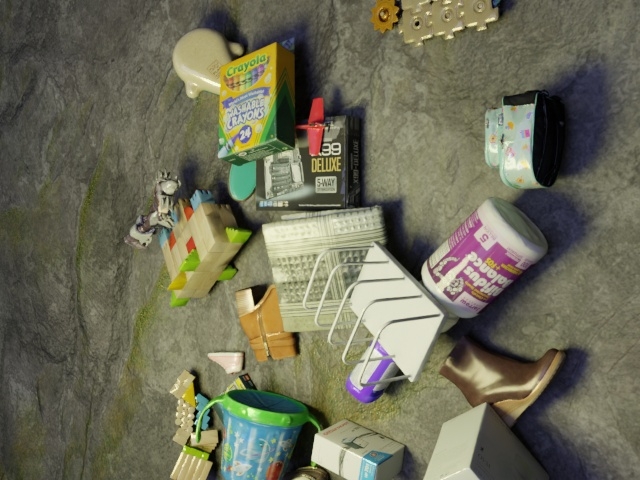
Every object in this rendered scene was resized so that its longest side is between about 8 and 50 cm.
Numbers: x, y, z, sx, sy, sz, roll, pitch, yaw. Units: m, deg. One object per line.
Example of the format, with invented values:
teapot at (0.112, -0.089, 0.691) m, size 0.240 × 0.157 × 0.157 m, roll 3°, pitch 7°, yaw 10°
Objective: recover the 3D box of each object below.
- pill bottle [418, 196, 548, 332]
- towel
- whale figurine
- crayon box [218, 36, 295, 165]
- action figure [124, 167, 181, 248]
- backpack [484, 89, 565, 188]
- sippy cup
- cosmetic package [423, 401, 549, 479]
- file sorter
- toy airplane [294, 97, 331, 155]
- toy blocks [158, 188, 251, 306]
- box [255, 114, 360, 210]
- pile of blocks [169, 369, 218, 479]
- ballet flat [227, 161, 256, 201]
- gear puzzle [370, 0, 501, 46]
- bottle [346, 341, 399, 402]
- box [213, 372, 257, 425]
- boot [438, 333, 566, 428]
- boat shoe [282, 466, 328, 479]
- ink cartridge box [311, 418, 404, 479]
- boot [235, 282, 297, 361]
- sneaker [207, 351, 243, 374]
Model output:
pill bottle at (0.330, 0.063, 1.383) m, size 0.169 × 0.169 × 0.301 m, roll 52°, pitch 120°, yaw 22°
towel at (0.026, 0.076, 1.609) m, size 0.325 × 0.056 × 0.311 m, roll -7°, pitch 103°, yaw 17°
whale figurine at (-0.301, -0.486, 1.843) m, size 0.272 × 0.141 × 0.216 m, roll 44°, pitch 87°, yaw 2°
crayon box at (-0.169, -0.378, 1.669) m, size 0.203 × 0.083 × 0.322 m, roll -12°, pitch 71°, yaw 35°
action figure at (-0.486, -0.095, 1.900) m, size 0.285 × 0.099 × 0.185 m, roll -45°, pitch 33°, yaw 37°
backpack at (0.421, -0.197, 1.299) m, size 0.145 × 0.166 × 0.188 m, roll -6°, pitch 87°, yaw 38°
sippy cup at (-0.168, 0.544, 1.719) m, size 0.306 × 0.240 × 0.223 m, roll 11°, pitch 87°, yaw 33°
cosmetic package at (0.353, 0.509, 1.330) m, size 0.138 × 0.225 × 0.224 m, roll -39°, pitch 93°, yaw 30°
file sorter at (0.106, 0.158, 1.400) m, size 0.277 × 0.173 × 0.192 m, roll 50°, pitch 131°, yaw 44°
toy airplane at (-0.035, -0.293, 1.617) m, size 0.151 × 0.028 × 0.151 m, roll -4°, pitch 83°, yaw 36°
toy blocks at (-0.372, -0.012, 1.908) m, size 0.381 × 0.191 × 0.260 m, roll -49°, pitch 53°, yaw 38°
box at (-0.037, -0.198, 1.690) m, size 0.308 × 0.077 × 0.242 m, roll 3°, pitch 94°, yaw 36°
pile of blocks at (-0.403, 0.594, 2.022) m, size 0.112 × 0.149 × 0.361 m, roll 135°, pitch 133°, yaw -77°
ballet flat at (-0.205, -0.246, 1.805) m, size 0.095 × 0.096 × 0.280 m, roll 10°, pitch 90°, yaw -6°
gear puzzle at (0.261, -0.544, 1.472) m, size 0.339 × 0.044 × 0.175 m, roll -2°, pitch 94°, yaw 39°
bottle at (0.168, 0.269, 1.549) m, size 0.092 × 0.118 × 0.282 m, roll 39°, pitch 116°, yaw 21°
box at (-0.218, 0.541, 1.900) m, size 0.159 × 0.044 × 0.233 m, roll -47°, pitch 67°, yaw 29°
boot at (0.394, 0.279, 1.401) m, size 0.207 × 0.090 × 0.248 m, roll 43°, pitch 120°, yaw 24°
boat shoe at (-0.111, 0.726, 1.804) m, size 0.324 × 0.097 × 0.116 m, roll -34°, pitch 85°, yaw 34°
ink cartridge box at (0.095, 0.542, 1.610) m, size 0.191 × 0.140 × 0.082 m, roll 16°, pitch 104°, yaw 34°
boot at (-0.104, 0.221, 1.760) m, size 0.284 × 0.109 × 0.220 m, roll -16°, pitch 92°, yaw 25°
sneaker at (-0.292, 0.376, 1.937) m, size 0.135 × 0.051 × 0.070 m, roll -5°, pitch 86°, yaw 32°
